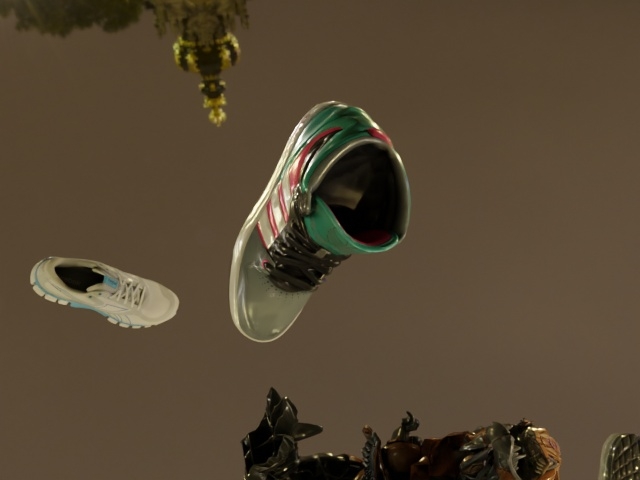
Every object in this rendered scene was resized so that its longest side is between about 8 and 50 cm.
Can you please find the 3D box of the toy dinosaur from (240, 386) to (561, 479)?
[{"bbox_3d":[0.040,0.244,0.465,0.219,0.321,0.164,22,-165,-27],"label":"toy dinosaur"}]

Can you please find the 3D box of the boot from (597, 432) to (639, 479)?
[{"bbox_3d":[0.337,0.359,0.746,0.084,0.246,0.161,3,178,-27],"label":"boot"}]

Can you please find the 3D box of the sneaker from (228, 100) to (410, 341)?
[{"bbox_3d":[0.000,0.000,0.605,0.124,0.295,0.178,18,-171,-24],"label":"sneaker"}]

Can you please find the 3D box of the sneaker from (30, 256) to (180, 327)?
[{"bbox_3d":[-0.270,0.066,0.739,0.191,0.083,0.071,18,-112,-29],"label":"sneaker"}]
